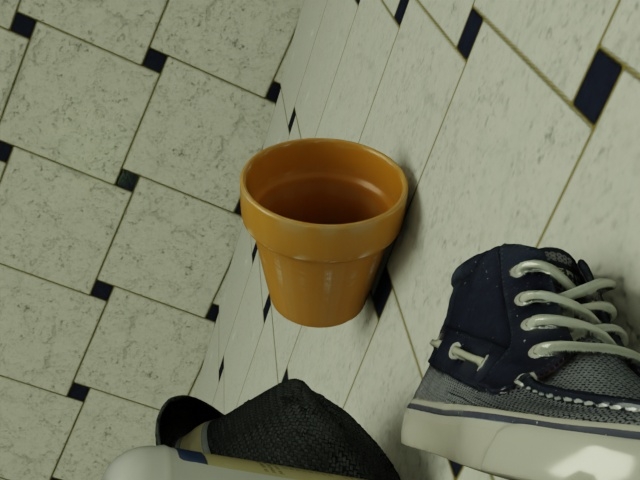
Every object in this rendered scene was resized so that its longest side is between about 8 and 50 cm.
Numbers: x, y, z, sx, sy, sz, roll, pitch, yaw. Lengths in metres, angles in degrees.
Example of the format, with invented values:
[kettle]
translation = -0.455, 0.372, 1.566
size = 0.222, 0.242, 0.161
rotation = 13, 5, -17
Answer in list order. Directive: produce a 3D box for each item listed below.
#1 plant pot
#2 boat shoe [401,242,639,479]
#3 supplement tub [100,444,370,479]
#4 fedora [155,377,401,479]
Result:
[plant pot]
translation = 0.000, 0.000, 1.108
size = 0.205, 0.205, 0.188
rotation = -96, 8, -54
[boat shoe]
translation = 0.146, 0.072, 0.542
size = 0.340, 0.127, 0.158
rotation = 158, 129, -73
[supplement tub]
translation = 0.016, 0.251, 0.491
size = 0.228, 0.316, 0.228
rotation = -167, 90, -77
[fedora]
translation = -0.012, 0.252, 0.859
size = 0.152, 0.334, 0.334
rotation = -41, 18, 3
